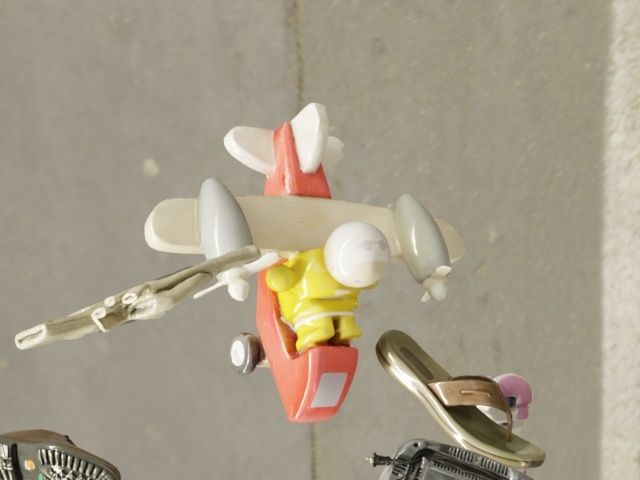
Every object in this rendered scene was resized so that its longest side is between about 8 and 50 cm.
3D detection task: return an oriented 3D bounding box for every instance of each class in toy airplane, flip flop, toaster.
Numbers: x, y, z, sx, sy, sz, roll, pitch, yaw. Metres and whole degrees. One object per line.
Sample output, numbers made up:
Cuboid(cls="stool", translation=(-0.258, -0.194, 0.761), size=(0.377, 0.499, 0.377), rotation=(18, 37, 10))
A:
Cuboid(cls="toy airplane", translation=(0.000, 0.000, 1.855), size=(0.384, 0.386, 0.272), rotation=(52, 152, -18))
Cuboid(cls="flip flop", translation=(0.192, 0.204, 1.846), size=(0.277, 0.112, 0.080), rotation=(44, 110, 22))
Cuboid(cls="toaster", translation=(0.146, 0.320, 1.623), size=(0.227, 0.129, 0.146), rotation=(19, 156, -2))

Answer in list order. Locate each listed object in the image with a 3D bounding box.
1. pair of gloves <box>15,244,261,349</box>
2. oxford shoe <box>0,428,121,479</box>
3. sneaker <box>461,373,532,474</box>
Cuboid(cls="pair of gloves", translation=(-0.200, 0.071, 1.537), size=(0.240, 0.204, 0.042), rotation=(-22, 89, 40))
Cuboid(cls="oxford shoe", translation=(-0.363, 0.302, 1.918), size=(0.227, 0.096, 0.082), rotation=(12, 111, 26))
Cuboid(cls="sneaker", translation=(0.235, 0.294, 1.969), size=(0.104, 0.095, 0.236), rotation=(21, 107, 58))
